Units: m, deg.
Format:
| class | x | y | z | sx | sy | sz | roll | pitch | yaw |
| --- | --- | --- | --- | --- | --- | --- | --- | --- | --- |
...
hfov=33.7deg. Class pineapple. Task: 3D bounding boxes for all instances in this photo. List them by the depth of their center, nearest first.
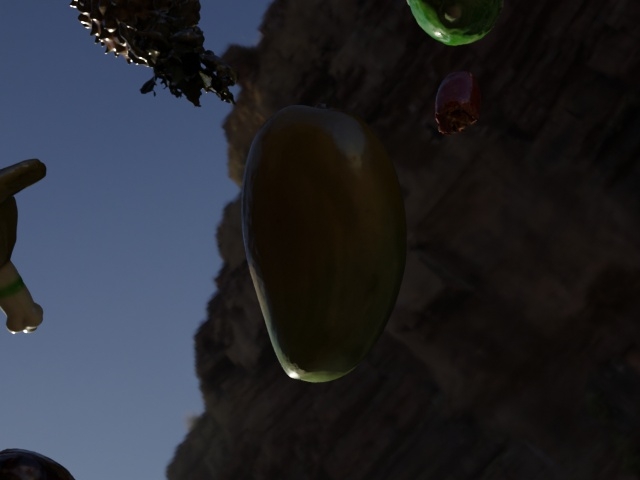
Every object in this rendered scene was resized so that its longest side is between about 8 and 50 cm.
| class | x | y | z | sx | sy | sz | roll | pitch | yaw |
| --- | --- | --- | --- | --- | --- | --- | --- | --- | --- |
| pineapple | -0.207 | -0.282 | 1.367 | 0.175 | 0.361 | 0.175 | -20 | -47 | -23 |

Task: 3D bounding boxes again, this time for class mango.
| class | x | y | z | sx | sy | sz | roll | pitch | yaw |
| --- | --- | --- | --- | --- | --- | --- | --- | --- | --- |
| mango | 0.000 | 0.000 | 0.730 | 0.092 | 0.130 | 0.194 | 14 | -103 | -47 |

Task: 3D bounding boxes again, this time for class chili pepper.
| class | x | y | z | sx | sy | sz | roll | pitch | yaw |
| --- | --- | --- | --- | --- | --- | --- | --- | --- | --- |
| chili pepper | 0.226 | -0.231 | 1.743 | 0.070 | 0.123 | 0.073 | 25 | -52 | -8 |

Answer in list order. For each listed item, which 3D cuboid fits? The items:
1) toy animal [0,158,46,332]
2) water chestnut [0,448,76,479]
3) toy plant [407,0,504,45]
| class | x | y | z | sx | sy | sz | roll | pitch | yaw |
| --- | --- | --- | --- | --- | --- | --- | --- | --- | --- |
| toy animal | -0.489 | -0.047 | 1.462 | 0.180 | 0.181 | 0.363 | -59 | -35 | -33 |
| water chestnut | -0.418 | 0.412 | 1.364 | 0.289 | 0.244 | 0.289 | -15 | -65 | -35 |
| toy plant | 0.116 | -0.335 | 1.150 | 0.175 | 0.235 | 0.218 | -28 | -63 | 22 |
